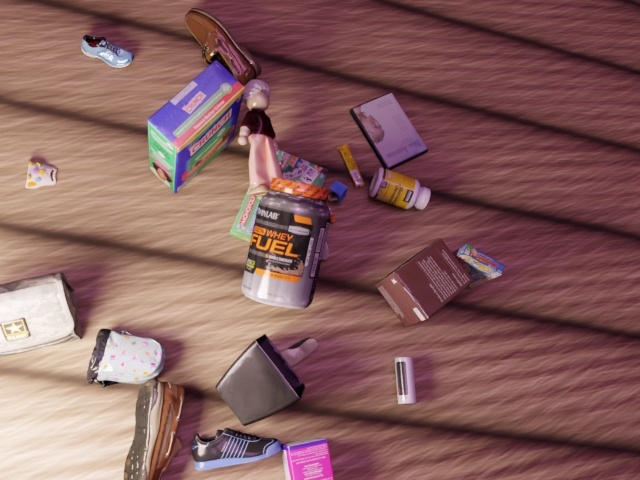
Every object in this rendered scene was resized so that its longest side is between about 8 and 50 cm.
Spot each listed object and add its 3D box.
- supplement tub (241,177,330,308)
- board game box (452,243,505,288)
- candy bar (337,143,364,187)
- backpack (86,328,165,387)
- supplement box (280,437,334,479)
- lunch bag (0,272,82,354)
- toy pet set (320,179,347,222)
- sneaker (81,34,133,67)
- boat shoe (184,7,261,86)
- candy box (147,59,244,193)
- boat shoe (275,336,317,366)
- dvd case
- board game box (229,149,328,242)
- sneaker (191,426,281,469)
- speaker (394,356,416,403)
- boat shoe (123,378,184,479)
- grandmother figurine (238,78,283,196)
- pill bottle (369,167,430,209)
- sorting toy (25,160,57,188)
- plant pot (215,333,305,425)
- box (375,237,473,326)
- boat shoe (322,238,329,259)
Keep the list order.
[{"bbox_3d":[-0.090,0.006,1.545,0.207,0.207,0.338,11,93,-11],"label":"supplement tub"},{"bbox_3d":[0.458,0.084,1.719,0.136,0.201,0.035,30,67,-3],"label":"board game box"},{"bbox_3d":[0.102,-0.246,1.834,0.040,0.018,0.161,-19,78,-16],"label":"candy bar"},{"bbox_3d":[-0.500,0.311,1.442,0.182,0.115,0.152,13,67,-13],"label":"backpack"},{"bbox_3d":[-0.027,0.644,1.457,0.114,0.111,0.220,-5,74,-17],"label":"supplement box"},{"bbox_3d":[-0.721,0.179,1.334,0.235,0.287,0.169,-11,75,-19],"label":"lunch bag"},{"bbox_3d":[0.038,-0.122,1.726,0.114,0.065,0.122,-51,119,-33],"label":"toy pet set"},{"bbox_3d":[-0.663,-0.591,1.716,0.162,0.073,0.063,14,69,-10],"label":"sneaker"},{"bbox_3d":[-0.336,-0.624,1.793,0.307,0.111,0.104,41,66,1],"label":"boat shoe"},{"bbox_3d":[-0.357,-0.312,1.573,0.122,0.317,0.268,41,67,1],"label":"candy box"},{"bbox_3d":[-0.069,0.322,1.591,0.133,0.042,0.049,-29,91,-8],"label":"boat shoe"},{"bbox_3d":[0.237,-0.378,1.911,0.180,0.022,0.253,-27,81,-21],"label":"dvd case"},{"bbox_3d":[-0.125,-0.122,1.719,0.214,0.046,0.317,22,68,-6],"label":"board game box"},{"bbox_3d":[-0.220,0.536,1.458,0.232,0.081,0.090,-6,81,-15],"label":"sneaker"},{"bbox_3d":[0.251,0.415,1.636,0.055,0.055,0.136,3,72,-14],"label":"speaker"},{"bbox_3d":[-0.407,0.518,1.395,0.120,0.123,0.324,16,77,-38],"label":"boat shoe"},{"bbox_3d":[-0.175,-0.306,1.644,0.104,0.208,0.342,-7,89,12],"label":"grandmother figurine"},{"bbox_3d":[0.259,-0.163,1.801,0.184,0.103,0.103,18,69,-8],"label":"pill bottle"},{"bbox_3d":[-0.793,-0.189,1.575,0.075,0.045,0.083,7,70,-33],"label":"sorting toy"},{"bbox_3d":[-0.166,0.381,1.472,0.167,0.187,0.188,-39,85,-1],"label":"plant pot"},{"bbox_3d":[0.313,0.130,1.685,0.203,0.167,0.168,-33,83,-22],"label":"box"},{"bbox_3d":[0.000,0.000,1.715,0.046,0.038,0.125,-29,78,22],"label":"boat shoe"}]
